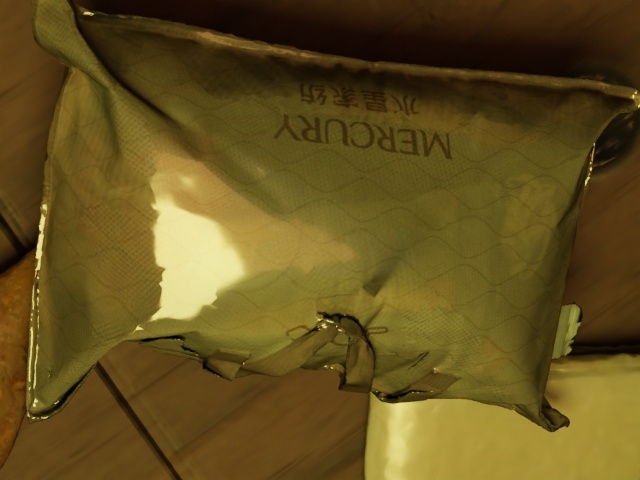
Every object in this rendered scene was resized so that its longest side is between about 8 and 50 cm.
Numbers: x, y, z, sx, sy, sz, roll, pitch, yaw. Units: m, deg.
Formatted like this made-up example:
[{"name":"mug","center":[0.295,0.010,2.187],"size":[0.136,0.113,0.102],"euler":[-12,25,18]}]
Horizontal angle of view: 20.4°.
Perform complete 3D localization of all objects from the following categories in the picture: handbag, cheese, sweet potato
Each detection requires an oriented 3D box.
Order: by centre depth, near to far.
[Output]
[{"name":"handbag","center":[0.000,0.000,0.747],"size":[0.270,0.117,0.182],"euler":[7,102,-18]},{"name":"sweet potato","center":[-0.168,0.100,0.747],"size":[0.065,0.051,0.218],"euler":[21,93,-20]},{"name":"cheese","center":[0.213,0.088,0.870],"size":[0.400,0.034,0.085],"euler":[-2,96,-17]}]
